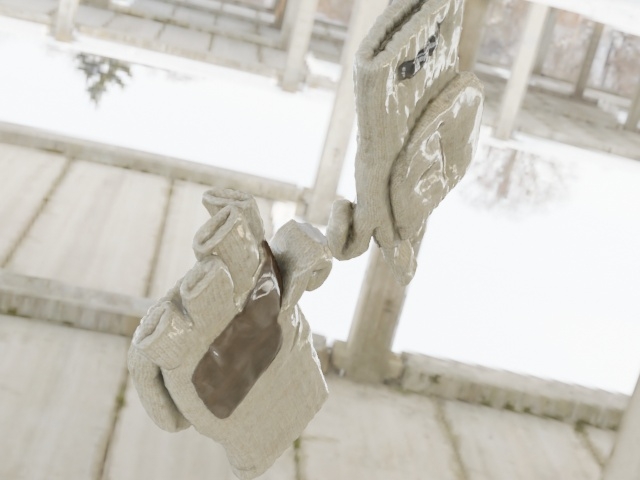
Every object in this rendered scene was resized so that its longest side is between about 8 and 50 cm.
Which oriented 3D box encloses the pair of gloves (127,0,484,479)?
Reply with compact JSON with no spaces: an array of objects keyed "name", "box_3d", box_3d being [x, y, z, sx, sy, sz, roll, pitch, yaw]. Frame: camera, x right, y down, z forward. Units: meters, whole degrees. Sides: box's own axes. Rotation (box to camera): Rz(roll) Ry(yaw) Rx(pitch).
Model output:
[{"name":"pair of gloves","box_3d":[0.000,0.000,0.517,0.042,0.240,0.204,32,166,24]}]
